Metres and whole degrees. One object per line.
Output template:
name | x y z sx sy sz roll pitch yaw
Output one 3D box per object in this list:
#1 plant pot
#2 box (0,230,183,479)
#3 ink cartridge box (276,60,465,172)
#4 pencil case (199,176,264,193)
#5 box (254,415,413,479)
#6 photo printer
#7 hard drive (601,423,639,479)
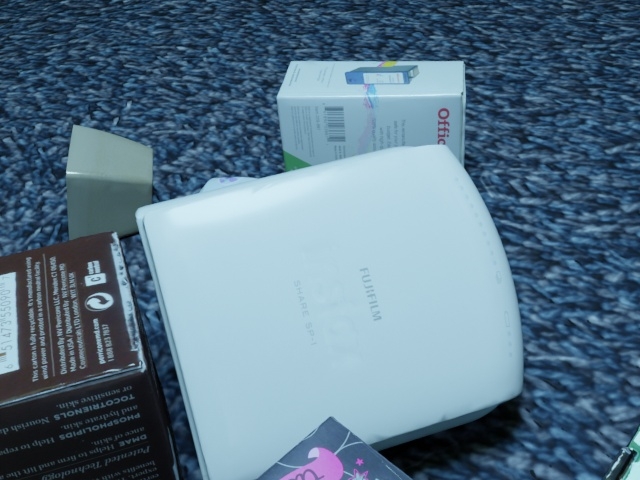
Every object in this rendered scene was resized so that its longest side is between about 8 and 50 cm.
plant pot | -0.251 -0.065 0.990 0.096 0.109 0.109 1 38 -12
box | -0.215 0.132 0.666 0.167 0.203 0.168 -15 41 -11
ink cartridge box | 0.066 -0.128 0.985 0.213 0.154 0.093 2 39 10
pencil case | 0.000 0.000 0.874 0.273 0.113 0.124 6 70 13
box | -0.022 0.265 0.533 0.247 0.142 0.163 -34 48 -30
photo printer | 0.019 0.058 0.717 0.308 0.107 0.256 -14 83 -11
hard drive | 0.215 0.285 0.455 0.237 0.064 0.339 27 72 32
